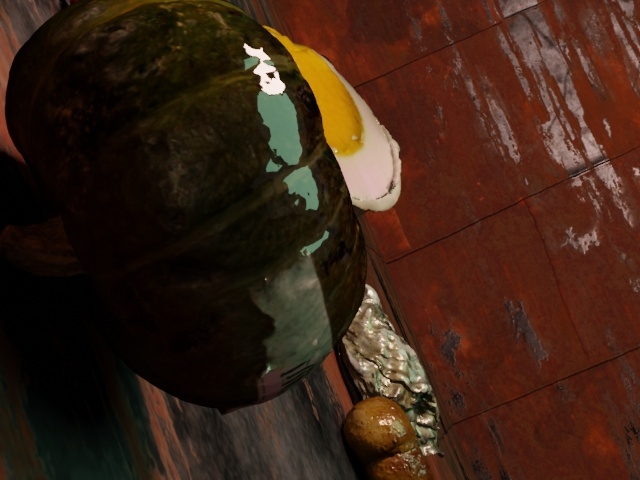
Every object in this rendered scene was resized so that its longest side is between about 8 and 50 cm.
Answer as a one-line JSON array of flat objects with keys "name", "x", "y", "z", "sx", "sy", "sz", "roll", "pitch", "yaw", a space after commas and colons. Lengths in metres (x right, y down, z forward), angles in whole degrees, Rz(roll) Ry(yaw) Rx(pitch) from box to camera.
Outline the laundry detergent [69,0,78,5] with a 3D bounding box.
[{"name": "laundry detergent", "x": -0.185, "y": -0.162, "z": 0.929, "sx": 0.097, "sy": 0.049, "sz": 0.165, "roll": 68, "pitch": 2, "yaw": -53}]

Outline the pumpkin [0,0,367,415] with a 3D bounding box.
[{"name": "pumpkin", "x": -0.097, "y": -0.022, "z": 0.636, "sx": 0.260, "sy": 0.189, "sz": 0.260, "roll": 47, "pitch": -26, "yaw": 32}]

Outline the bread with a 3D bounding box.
[{"name": "bread", "x": 0.126, "y": 0.351, "z": 1.415, "sx": 0.124, "sy": 0.084, "sz": 0.344, "roll": -90, "pitch": 156, "yaw": -72}]

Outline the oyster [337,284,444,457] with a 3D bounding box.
[{"name": "oyster", "x": 0.101, "y": 0.201, "z": 1.609, "sx": 0.268, "sy": 0.112, "sz": 0.198, "roll": 60, "pitch": 9, "yaw": -25}]

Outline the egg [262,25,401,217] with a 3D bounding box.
[{"name": "egg", "x": -0.059, "y": -0.108, "z": 1.259, "sx": 0.286, "sy": 0.174, "sz": 0.264, "roll": 22, "pitch": 38, "yaw": -44}]
